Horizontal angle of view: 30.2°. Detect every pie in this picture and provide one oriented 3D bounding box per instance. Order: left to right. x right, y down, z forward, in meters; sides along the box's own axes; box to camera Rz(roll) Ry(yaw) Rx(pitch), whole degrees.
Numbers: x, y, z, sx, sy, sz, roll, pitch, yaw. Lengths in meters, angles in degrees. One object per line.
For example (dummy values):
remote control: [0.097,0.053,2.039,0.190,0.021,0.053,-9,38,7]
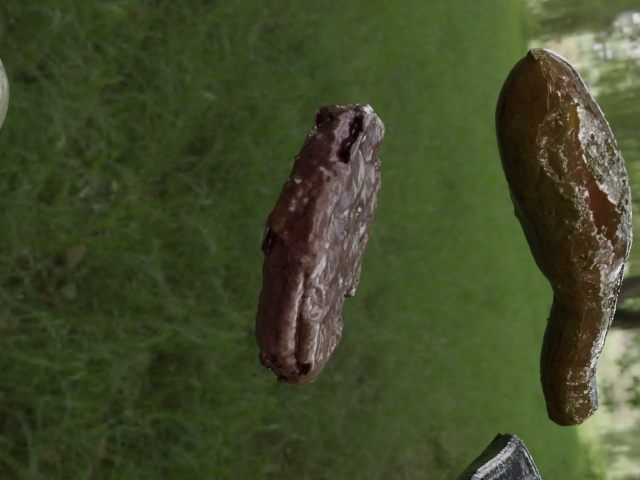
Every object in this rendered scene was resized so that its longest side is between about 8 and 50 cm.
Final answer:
pie: [0.000,0.000,0.600,0.153,0.038,0.154,14,90,-80]

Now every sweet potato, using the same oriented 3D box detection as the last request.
sweet potato: [0.223,0.000,1.049,0.109,0.109,0.385,-78,157,-56]

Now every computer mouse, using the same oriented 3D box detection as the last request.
computer mouse: [0.155,0.278,1.129,0.264,0.088,0.147,-16,90,-61]

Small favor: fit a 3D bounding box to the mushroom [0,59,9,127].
mushroom: [-0.424,-0.134,1.337,0.350,0.128,0.128,146,-60,-67]
